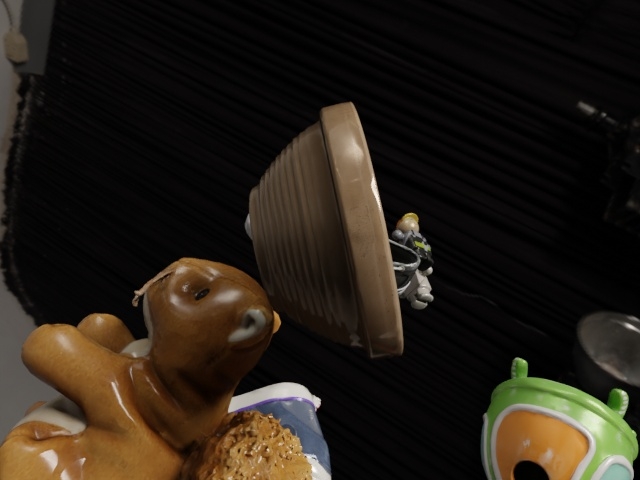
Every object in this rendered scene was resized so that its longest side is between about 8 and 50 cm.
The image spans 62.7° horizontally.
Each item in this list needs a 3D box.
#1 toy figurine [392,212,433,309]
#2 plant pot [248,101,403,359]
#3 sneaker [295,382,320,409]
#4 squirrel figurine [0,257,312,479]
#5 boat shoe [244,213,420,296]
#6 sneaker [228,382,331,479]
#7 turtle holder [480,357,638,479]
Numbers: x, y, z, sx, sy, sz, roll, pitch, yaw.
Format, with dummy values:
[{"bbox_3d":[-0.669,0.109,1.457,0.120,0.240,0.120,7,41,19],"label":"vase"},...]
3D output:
[{"bbox_3d":[0.136,0.057,1.142,0.148,0.210,0.213,-104,178,-45],"label":"toy figurine"},{"bbox_3d":[0.000,0.000,0.493,0.237,0.110,0.237,-12,90,-88],"label":"plant pot"},{"bbox_3d":[-0.070,0.334,0.995,0.063,0.074,0.170,-42,178,40],"label":"sneaker"},{"bbox_3d":[-0.168,0.228,0.641,0.370,0.397,0.281,-42,169,-11],"label":"squirrel figurine"},{"bbox_3d":[0.020,0.000,0.904,0.113,0.307,0.104,-59,174,-45],"label":"boat shoe"},{"bbox_3d":[-0.137,0.364,0.764,0.236,0.323,0.130,-103,167,-50],"label":"sneaker"},{"bbox_3d":[0.385,0.380,0.904,0.227,0.244,0.320,-57,163,-30],"label":"turtle holder"}]
